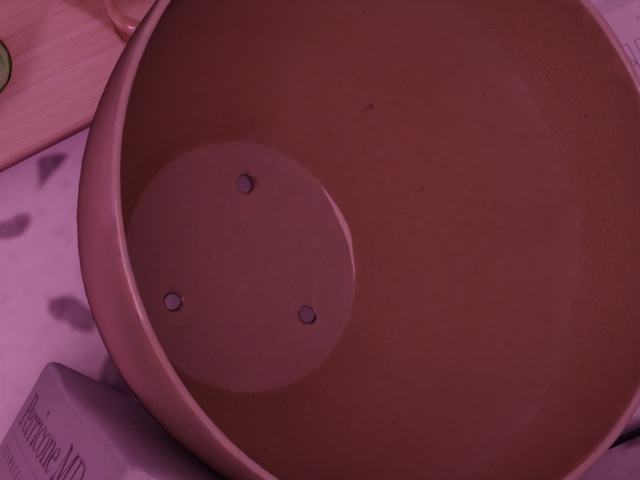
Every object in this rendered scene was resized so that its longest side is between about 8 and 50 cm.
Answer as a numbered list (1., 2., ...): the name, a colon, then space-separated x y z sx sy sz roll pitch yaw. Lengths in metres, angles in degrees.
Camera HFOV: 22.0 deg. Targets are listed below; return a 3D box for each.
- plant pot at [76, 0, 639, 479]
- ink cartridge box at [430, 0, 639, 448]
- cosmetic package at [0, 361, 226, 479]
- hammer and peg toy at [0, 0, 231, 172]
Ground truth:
1. plant pot: 0.000 0.000 0.790 0.284 0.191 0.284 6 77 -27
2. ink cartridge box: 0.164 -0.018 0.901 0.189 0.066 0.232 -24 69 -2
3. cosmetic package: -0.154 0.306 0.764 0.161 0.230 0.453 30 87 -19
4. hammer and peg toy: -0.164 -0.183 0.844 0.361 0.127 0.266 -28 88 -3
